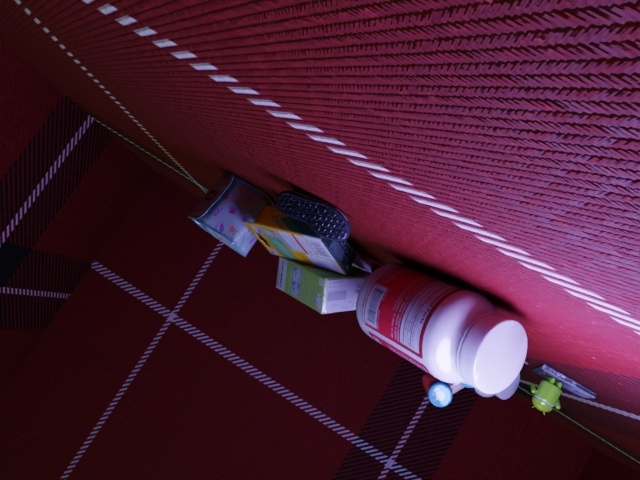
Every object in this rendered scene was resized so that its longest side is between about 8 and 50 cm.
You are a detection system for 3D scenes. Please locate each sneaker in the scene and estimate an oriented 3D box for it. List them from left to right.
[{"bbox_3d":[-0.009,-0.076,1.307,0.234,0.084,0.097,31,-163,22],"label":"sneaker"}]

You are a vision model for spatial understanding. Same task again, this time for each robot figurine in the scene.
[{"bbox_3d":[0.717,0.491,1.561,0.101,0.115,0.067,32,172,5],"label":"robot figurine"}]

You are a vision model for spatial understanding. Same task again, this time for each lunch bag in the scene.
[{"bbox_3d":[-0.322,-0.108,1.762,0.262,0.223,0.160,32,167,22],"label":"lunch bag"}]

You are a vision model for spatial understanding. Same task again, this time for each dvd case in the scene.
[{"bbox_3d":[0.787,0.461,1.604,0.164,0.018,0.221,30,172,22],"label":"dvd case"}]

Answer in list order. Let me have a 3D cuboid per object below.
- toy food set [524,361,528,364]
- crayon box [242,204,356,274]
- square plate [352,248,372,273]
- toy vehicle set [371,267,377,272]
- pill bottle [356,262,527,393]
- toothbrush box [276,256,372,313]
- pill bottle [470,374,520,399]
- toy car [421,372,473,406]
[{"bbox_3d":[0.629,0.388,1.712,0.192,0.039,0.132,38,171,-36],"label":"toy food set"},{"bbox_3d":[-0.068,-0.009,1.565,0.322,0.083,0.203,13,154,35],"label":"crayon box"},{"bbox_3d":[0.000,0.000,1.793,0.344,0.049,0.347,36,172,-20],"label":"square plate"},{"bbox_3d":[0.230,0.233,1.733,0.166,0.035,0.267,180,76,-76],"label":"toy vehicle set"},{"bbox_3d":[0.290,0.211,1.236,0.229,0.229,0.407,37,172,-33],"label":"pill bottle"},{"bbox_3d":[0.011,0.138,1.663,0.206,0.122,0.283,-1,-168,-35],"label":"toothbrush box"},{"bbox_3d":[0.604,0.490,1.933,0.181,0.182,0.323,38,172,-35],"label":"pill bottle"},{"bbox_3d":[0.380,0.369,1.582,0.238,0.210,0.219,54,-167,10],"label":"toy car"}]
